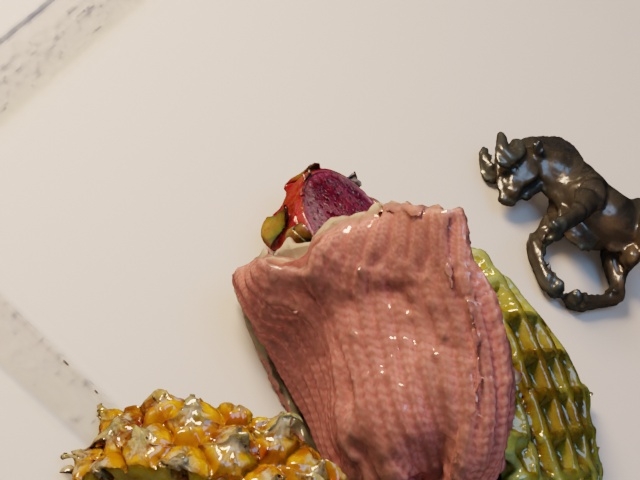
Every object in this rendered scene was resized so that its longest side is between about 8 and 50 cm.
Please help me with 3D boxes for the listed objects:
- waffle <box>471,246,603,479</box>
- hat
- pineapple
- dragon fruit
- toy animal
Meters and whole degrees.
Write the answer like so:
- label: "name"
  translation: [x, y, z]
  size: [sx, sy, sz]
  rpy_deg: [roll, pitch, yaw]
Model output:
- label: "waffle"
  translation: [0.160, 0.123, 1.422]
  size: [0.214, 0.054, 0.208]
  rpy_deg: [49, 34, -27]
- label: "hat"
  translation: [0.057, 0.119, 1.293]
  size: [0.107, 0.236, 0.286]
  rpy_deg: [-17, 88, -41]
- label: "pineapple"
  translation: [-0.050, 0.171, 1.229]
  size: [0.233, 0.135, 0.079]
  rpy_deg: [34, 48, -12]
- label: "dragon fruit"
  translation: [0.003, 0.000, 1.422]
  size: [0.112, 0.068, 0.126]
  rpy_deg: [44, 33, -19]
- label: "toy animal"
  translation: [0.246, -0.014, 1.586]
  size: [0.232, 0.084, 0.148]
  rpy_deg: [27, 49, -15]
